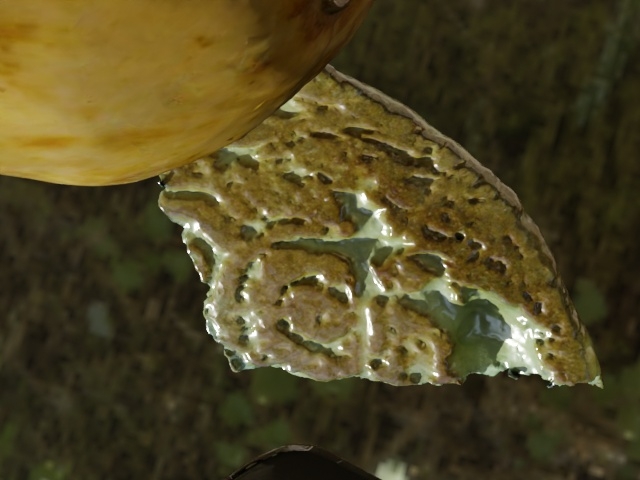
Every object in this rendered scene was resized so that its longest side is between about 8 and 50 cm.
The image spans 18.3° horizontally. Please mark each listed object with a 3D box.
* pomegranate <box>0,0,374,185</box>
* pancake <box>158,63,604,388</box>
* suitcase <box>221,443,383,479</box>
[{"bbox_3d":[-0.146,-0.224,0.945,0.410,0.410,0.410,16,170,3],"label":"pomegranate"},{"bbox_3d":[0.001,-0.003,1.130,0.376,0.197,0.054,34,-155,-7],"label":"pancake"},{"bbox_3d":[-0.080,0.264,0.819,0.283,0.434,0.194,13,134,63],"label":"suitcase"}]
